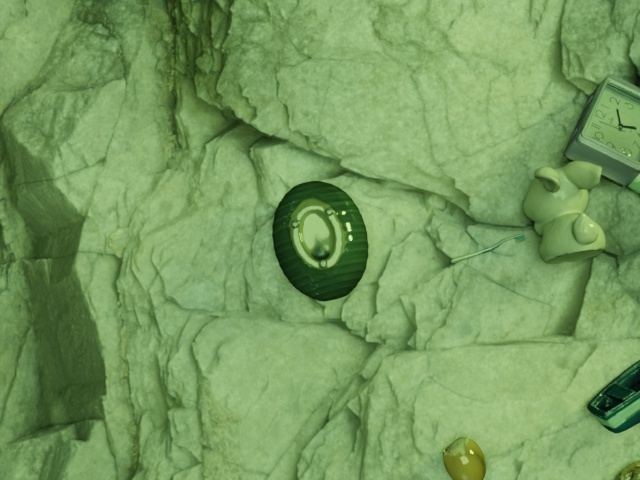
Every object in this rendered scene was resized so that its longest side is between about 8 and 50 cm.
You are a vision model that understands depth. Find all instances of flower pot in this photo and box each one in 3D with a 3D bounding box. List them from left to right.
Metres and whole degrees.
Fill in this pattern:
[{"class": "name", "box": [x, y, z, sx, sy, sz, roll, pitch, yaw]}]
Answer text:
[{"class": "flower pot", "box": [0.000, 0.000, 1.347, 0.189, 0.157, 0.243, -16, 81, 4]}]

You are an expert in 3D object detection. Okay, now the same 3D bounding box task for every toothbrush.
[{"class": "toothbrush", "box": [0.346, 0.016, 1.392, 0.162, 0.014, 0.017, -18, 64, 3]}]

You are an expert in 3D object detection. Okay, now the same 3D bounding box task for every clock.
[{"class": "clock", "box": [0.588, -0.221, 1.340, 0.145, 0.073, 0.193, 28, 66, 7]}]

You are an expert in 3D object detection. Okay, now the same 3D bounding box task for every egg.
[{"class": "egg", "box": [0.285, 0.437, 1.316, 0.080, 0.080, 0.096, -34, 90, 0]}]

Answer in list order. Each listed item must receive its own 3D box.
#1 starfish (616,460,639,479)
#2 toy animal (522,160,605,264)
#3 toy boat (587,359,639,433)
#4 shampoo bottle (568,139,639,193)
[{"class": "starfish", "box": [0.704, 0.632, 1.226, 0.432, 0.082, 0.324, 34, 91, 32]}, {"class": "toy animal", "box": [0.477, -0.053, 1.307, 0.128, 0.178, 0.193, -8, 85, 1]}, {"class": "toy boat", "box": [0.660, 0.265, 1.303, 0.299, 0.096, 0.061, -35, 93, -3]}, {"class": "shampoo bottle", "box": [0.601, -0.163, 1.378, 0.191, 0.041, 0.069, 30, 89, 7]}]
